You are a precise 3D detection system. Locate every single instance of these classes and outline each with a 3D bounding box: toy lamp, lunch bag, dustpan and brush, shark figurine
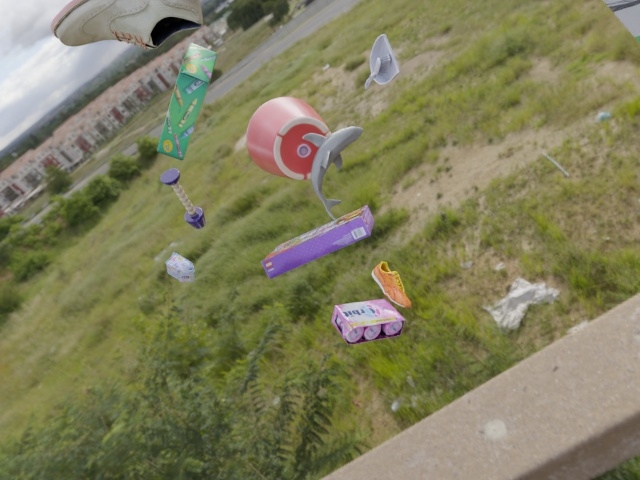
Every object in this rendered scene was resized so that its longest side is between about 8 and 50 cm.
[{"bbox_3d":[-0.502,-0.143,1.742,0.080,0.275,0.080,-8,51,10],"label":"toy lamp"},{"bbox_3d":[-0.411,0.086,1.389,0.053,0.083,0.071,-60,-4,-33],"label":"lunch bag"},{"bbox_3d":[0.198,-0.585,1.619,0.060,0.147,0.211,-19,-8,-8],"label":"dustpan and brush"},{"bbox_3d":[0.016,-0.202,1.364,0.116,0.166,0.278,-106,28,-65],"label":"shark figurine"}]

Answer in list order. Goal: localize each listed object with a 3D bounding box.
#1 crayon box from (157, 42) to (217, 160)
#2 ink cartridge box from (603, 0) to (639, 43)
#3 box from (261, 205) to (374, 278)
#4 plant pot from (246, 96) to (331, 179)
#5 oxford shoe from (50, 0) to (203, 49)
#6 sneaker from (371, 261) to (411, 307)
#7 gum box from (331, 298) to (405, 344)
[{"bbox_3d":[-0.380,-0.388,1.330,0.278,0.081,0.165,-54,27,41],"label":"crayon box"},{"bbox_3d":[0.658,-0.546,0.912,0.121,0.289,0.211,10,76,62],"label":"ink cartridge box"},{"bbox_3d":[0.000,0.000,1.279,0.293,0.057,0.201,-24,7,13],"label":"box"},{"bbox_3d":[-0.086,-0.316,1.518,0.275,0.275,0.243,-40,29,-1],"label":"plant pot"},{"bbox_3d":[-0.504,-0.573,1.229,0.397,0.147,0.140,-18,1,3],"label":"oxford shoe"},{"bbox_3d":[0.220,0.134,1.428,0.067,0.064,0.175,-54,54,24],"label":"sneaker"},{"bbox_3d":[0.131,0.231,1.346,0.188,0.062,0.107,-3,30,-27],"label":"gum box"}]
